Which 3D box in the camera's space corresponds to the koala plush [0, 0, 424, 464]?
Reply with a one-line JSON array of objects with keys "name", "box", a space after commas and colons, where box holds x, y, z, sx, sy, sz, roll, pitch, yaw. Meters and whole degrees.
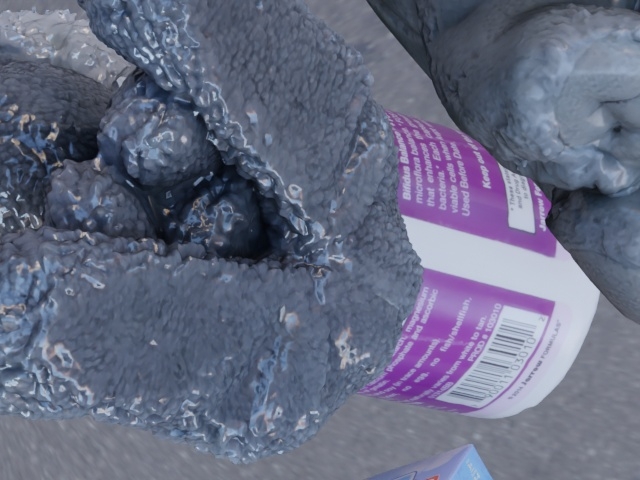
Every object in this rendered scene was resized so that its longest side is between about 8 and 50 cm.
[{"name": "koala plush", "box": [-0.094, -0.013, 0.768, 0.203, 0.221, 0.196, 32, 74, -44]}]

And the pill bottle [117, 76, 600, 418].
[{"name": "pill bottle", "box": [0.000, 0.000, 1.114, 0.301, 0.169, 0.169, 14, 87, -29]}]

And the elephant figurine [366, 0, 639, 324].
[{"name": "elephant figurine", "box": [0.141, -0.098, 0.511, 0.239, 0.169, 0.186, -41, 109, 10]}]

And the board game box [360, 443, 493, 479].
[{"name": "board game box", "box": [-0.014, 0.200, 1.137, 0.211, 0.160, 0.039, -22, 102, 29]}]
